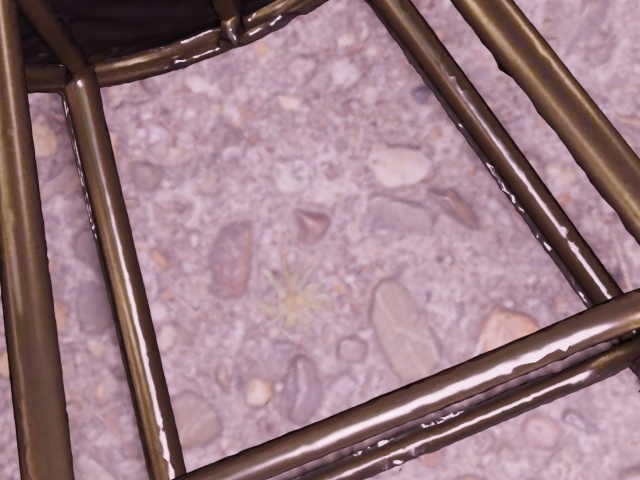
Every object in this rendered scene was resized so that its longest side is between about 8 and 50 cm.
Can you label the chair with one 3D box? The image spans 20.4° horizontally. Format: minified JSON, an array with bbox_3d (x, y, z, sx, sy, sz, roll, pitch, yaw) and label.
[{"bbox_3d":[0.000,0.000,0.926,0.362,0.364,0.410,-23,78,2],"label":"chair"}]
